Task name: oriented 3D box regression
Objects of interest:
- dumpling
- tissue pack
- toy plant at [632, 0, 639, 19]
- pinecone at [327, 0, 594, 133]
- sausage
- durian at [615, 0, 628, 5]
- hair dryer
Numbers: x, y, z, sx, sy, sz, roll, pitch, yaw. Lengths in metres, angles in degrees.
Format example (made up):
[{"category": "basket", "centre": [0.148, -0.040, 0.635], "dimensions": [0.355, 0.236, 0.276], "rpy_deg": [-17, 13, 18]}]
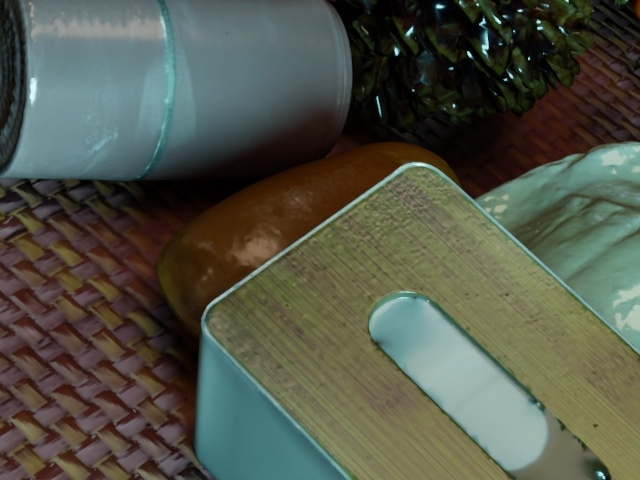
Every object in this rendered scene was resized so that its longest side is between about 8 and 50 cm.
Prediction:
[{"category": "dumpling", "centre": [0.150, 0.037, 0.999], "dimensions": [0.179, 0.131, 0.252], "rpy_deg": [22, 71, 12]}, {"category": "tissue pack", "centre": [0.070, 0.112, 0.849], "dimensions": [0.159, 0.136, 0.246], "rpy_deg": [-36, 67, -27]}, {"category": "toy plant", "centre": [0.369, -0.070, 1.218], "dimensions": [0.279, 0.185, 0.400], "rpy_deg": [-4, 30, -18]}, {"category": "pinecone", "centre": [0.080, -0.176, 1.155], "dimensions": [0.221, 0.221, 0.221], "rpy_deg": [16, 40, -14]}, {"category": "sausage", "centre": [0.000, 0.000, 1.000], "dimensions": [0.098, 0.098, 0.238], "rpy_deg": [44, 40, 20]}, {"category": "durian", "centre": [0.274, -0.260, 1.404], "dimensions": [0.250, 0.183, 0.138], "rpy_deg": [-21, 83, -42]}, {"category": "hair dryer", "centre": [-0.085, -0.209, 1.001], "dimensions": [0.210, 0.352, 0.125], "rpy_deg": [-1, 13, -28]}]
